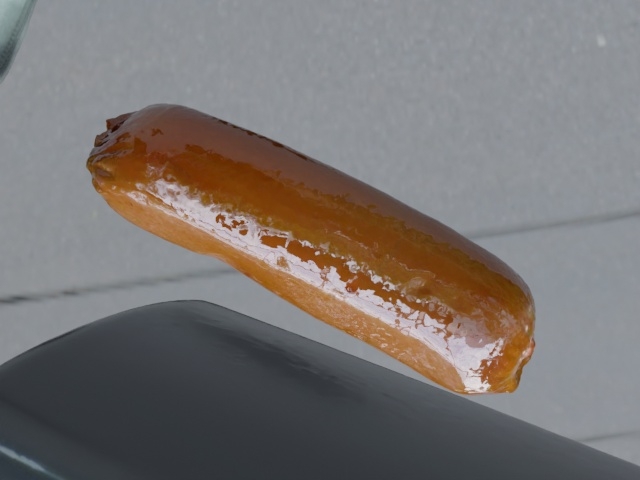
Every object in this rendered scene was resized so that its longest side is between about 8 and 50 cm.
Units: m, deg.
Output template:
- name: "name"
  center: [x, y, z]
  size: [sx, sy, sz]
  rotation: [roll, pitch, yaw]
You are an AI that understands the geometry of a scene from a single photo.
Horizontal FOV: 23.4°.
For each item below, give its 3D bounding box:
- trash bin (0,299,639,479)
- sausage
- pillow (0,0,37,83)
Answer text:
- name: "trash bin"
  center: [0.020, 0.140, 0.511]
  size: [0.290, 0.209, 0.182]
  rotation: [23, 111, 22]
- name: "sausage"
  center: [0.000, -0.001, 1.086]
  size: [0.348, 0.097, 0.094]
  rotation: [28, 146, -3]
- name: "pillow"
  center: [-0.205, -0.152, 0.967]
  size: [0.055, 0.135, 0.091]
  rotation: [20, 171, -13]
